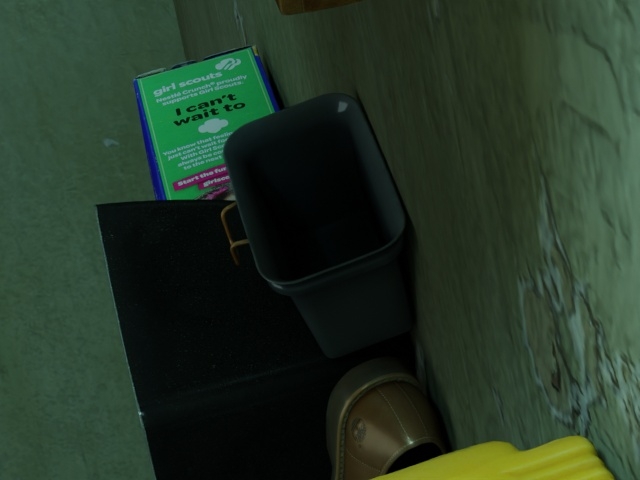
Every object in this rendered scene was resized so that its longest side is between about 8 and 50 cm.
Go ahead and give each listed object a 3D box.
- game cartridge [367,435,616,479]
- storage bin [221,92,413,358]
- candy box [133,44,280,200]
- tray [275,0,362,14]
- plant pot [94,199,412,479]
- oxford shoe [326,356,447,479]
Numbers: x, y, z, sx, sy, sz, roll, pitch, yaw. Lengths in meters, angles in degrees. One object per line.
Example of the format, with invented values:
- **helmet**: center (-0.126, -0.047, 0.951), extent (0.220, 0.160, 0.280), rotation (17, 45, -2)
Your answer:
- **game cartridge**: center (-0.008, 0.172, 0.437), extent (0.324, 0.285, 0.053), rotation (-120, 13, -66)
- **storage bin**: center (0.000, 0.000, 0.925), extent (0.135, 0.098, 0.091), rotation (-110, -1, -46)
- **candy box**: center (-0.058, 0.035, 1.328), extent (0.317, 0.122, 0.268), rotation (-114, 11, -53)
- **tray**: center (-0.044, -0.293, 0.755), extent (0.411, 0.076, 0.203), rotation (-110, 10, -52)
- **plant pot**: center (-0.035, 0.083, 1.025), extent (0.188, 0.167, 0.187), rotation (-111, 10, -45)
- **oxford shoe**: center (0.045, 0.170, 0.948), extent (0.076, 0.076, 0.212), rotation (-126, 20, -46)
